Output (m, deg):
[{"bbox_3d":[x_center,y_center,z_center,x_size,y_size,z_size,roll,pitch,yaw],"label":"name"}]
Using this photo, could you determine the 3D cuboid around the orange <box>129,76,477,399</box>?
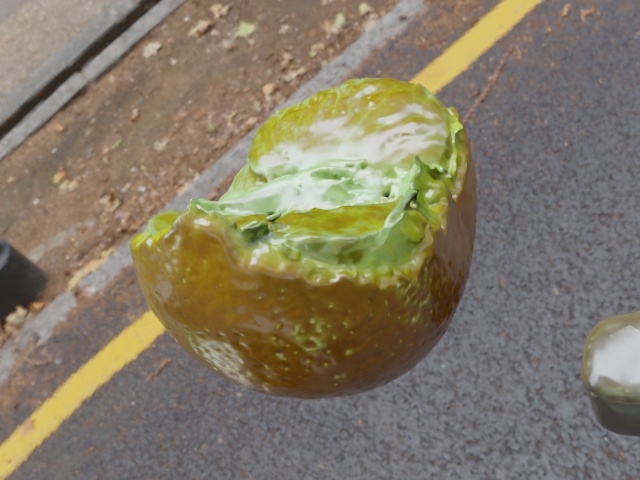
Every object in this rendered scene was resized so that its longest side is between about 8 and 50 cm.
[{"bbox_3d":[0.000,0.006,0.507,0.179,0.158,0.237,2,28,21],"label":"orange"}]

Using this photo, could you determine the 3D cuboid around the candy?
[{"bbox_3d":[0.346,0.110,0.708,0.234,0.104,0.102,-5,56,24],"label":"candy"}]
